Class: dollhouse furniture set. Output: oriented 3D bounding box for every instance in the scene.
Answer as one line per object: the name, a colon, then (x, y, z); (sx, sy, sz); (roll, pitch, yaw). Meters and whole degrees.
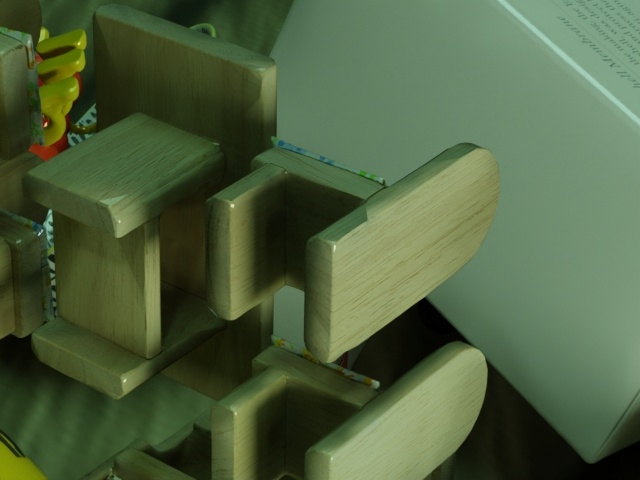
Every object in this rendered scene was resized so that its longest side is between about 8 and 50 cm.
dollhouse furniture set: (-0.034, 0.027, 0.705); (0.212, 0.242, 0.161); (22, 37, 30)

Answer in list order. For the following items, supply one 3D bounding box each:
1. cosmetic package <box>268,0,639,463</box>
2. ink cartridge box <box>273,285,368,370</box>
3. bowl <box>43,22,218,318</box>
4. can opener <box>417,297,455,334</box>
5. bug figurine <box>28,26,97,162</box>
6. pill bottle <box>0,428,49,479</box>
cosmetic package: (0.133, -0.051, 0.823); (0.225, 0.138, 0.224); (-15, 52, -45)
ink cartridge box: (0.000, 0.000, 0.889); (0.056, 0.099, 0.135); (11, 32, 16)
bowl: (-0.082, -0.014, 0.903); (0.170, 0.080, 0.170); (-41, 19, 18)
can opener: (0.110, 0.003, 0.944); (0.059, 0.073, 0.186); (-26, 8, 39)
bug figurine: (-0.224, 0.001, 0.851); (0.279, 0.072, 0.216); (-10, 44, 18)
pill bottle: (-0.168, 0.087, 0.654); (0.208, 0.117, 0.117); (43, 46, 15)
